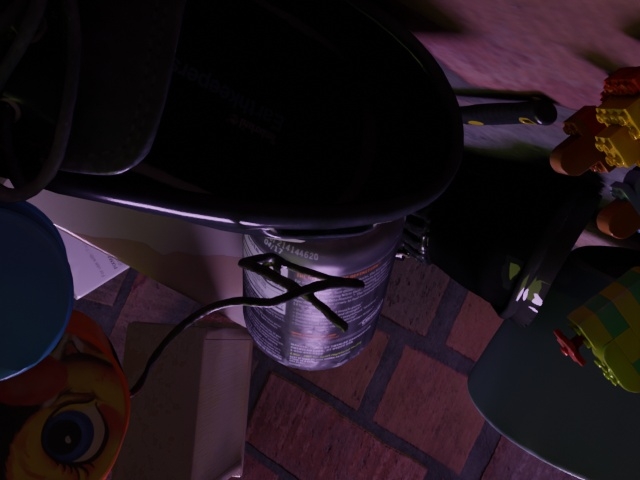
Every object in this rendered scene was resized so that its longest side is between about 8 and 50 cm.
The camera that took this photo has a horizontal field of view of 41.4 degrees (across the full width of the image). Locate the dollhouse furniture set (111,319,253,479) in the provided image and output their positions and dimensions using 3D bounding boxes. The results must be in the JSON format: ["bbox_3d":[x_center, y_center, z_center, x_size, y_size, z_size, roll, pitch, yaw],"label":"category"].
[{"bbox_3d":[-0.286,0.149,0.850,0.394,0.362,0.256,4,173,6],"label":"dollhouse furniture set"}]

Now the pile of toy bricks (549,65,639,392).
[{"bbox_3d":[0.162,0.029,0.395,0.212,0.105,0.118,52,-177,-9],"label":"pile of toy bricks"}]

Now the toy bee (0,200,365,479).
[{"bbox_3d":[-0.144,0.061,0.359,0.298,0.162,0.195,14,-179,2],"label":"toy bee"}]

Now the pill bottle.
[{"bbox_3d":[0.000,0.000,0.702,0.130,0.130,0.245,24,147,11],"label":"pill bottle"}]

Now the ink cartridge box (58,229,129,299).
[{"bbox_3d":[-0.232,-0.084,1.070,0.226,0.306,0.131,26,143,56],"label":"ink cartridge box"}]

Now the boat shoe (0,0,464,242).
[{"bbox_3d":[-0.123,-0.107,0.374,0.500,0.186,0.156,18,174,-39],"label":"boat shoe"}]

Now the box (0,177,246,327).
[{"bbox_3d":[-0.166,-0.046,0.788,0.148,0.121,0.311,31,177,46],"label":"box"}]

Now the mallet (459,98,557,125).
[{"bbox_3d":[0.088,-0.091,0.587,0.062,0.039,0.190,26,175,-17],"label":"mallet"}]

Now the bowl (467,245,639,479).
[{"bbox_3d":[0.315,0.108,0.830,0.312,0.163,0.311,11,-164,-3],"label":"bowl"}]

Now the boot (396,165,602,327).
[{"bbox_3d":[0.098,-0.033,0.817,0.260,0.131,0.348,27,178,2],"label":"boot"}]
